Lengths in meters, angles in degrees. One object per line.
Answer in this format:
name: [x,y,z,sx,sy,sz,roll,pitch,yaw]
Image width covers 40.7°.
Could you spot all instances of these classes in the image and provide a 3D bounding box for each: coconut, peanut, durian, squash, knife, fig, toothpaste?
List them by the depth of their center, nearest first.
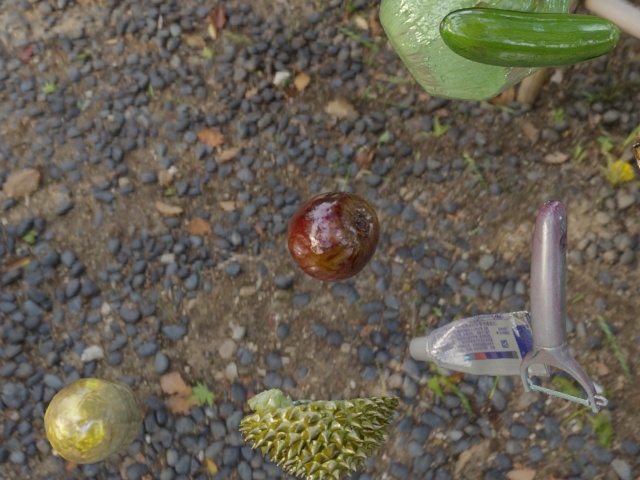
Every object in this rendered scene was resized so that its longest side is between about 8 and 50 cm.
peanut: [-0.231,0.185,0.892,0.087,0.207,0.087,1,80,-8]
knife: [0.299,0.088,1.088,0.123,0.278,0.053,8,25,39]
squash: [0.305,-0.293,1.260,0.292,0.082,0.082,-2,61,-20]
coconut: [0.268,-0.398,1.436,0.328,0.329,0.281,0,17,-1]
toothpaste: [0.258,0.176,1.451,0.099,0.282,0.069,45,57,-24]
durian: [-0.026,0.318,1.487,0.306,0.172,0.167,-18,30,29]
fig: [-0.001,0.001,1.597,0.207,0.175,0.175,-19,55,35]

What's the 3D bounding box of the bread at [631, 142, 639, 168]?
bread: [0.710,-0.096,1.646,0.133,0.129,0.260,-19,77,-6]
